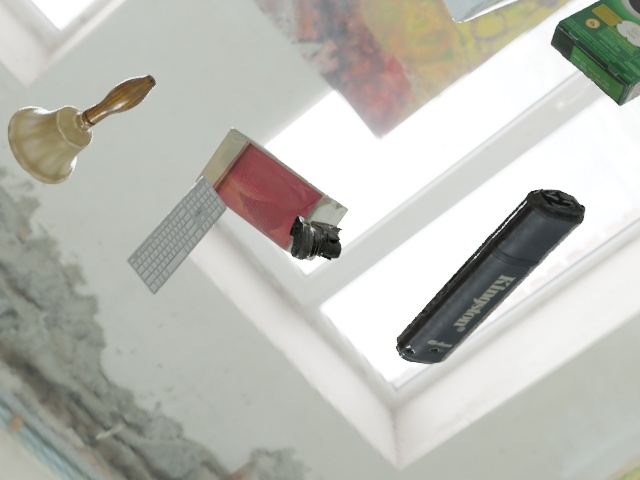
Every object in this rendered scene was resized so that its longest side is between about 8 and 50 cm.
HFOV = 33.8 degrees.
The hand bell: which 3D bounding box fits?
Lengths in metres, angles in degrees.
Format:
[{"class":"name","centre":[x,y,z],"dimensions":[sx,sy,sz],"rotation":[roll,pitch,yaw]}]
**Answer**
[{"class":"hand bell","centre":[-0.328,-0.182,1.537],"dimensions":[0.126,0.242,0.126],"rotation":[34,-135,-42]}]

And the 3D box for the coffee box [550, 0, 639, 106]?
[{"class":"coffee box","centre":[0.353,-0.224,1.133],"dimensions":[0.113,0.184,0.040],"rotation":[49,156,25]}]

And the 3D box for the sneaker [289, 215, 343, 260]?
[{"class":"sneaker","centre":[-0.001,0.002,1.684],"dimensions":[0.089,0.051,0.170],"rotation":[24,-165,-12]}]

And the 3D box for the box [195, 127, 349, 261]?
[{"class":"box","centre":[-0.088,-0.082,1.946],"dimensions":[0.232,0.127,0.148],"rotation":[37,-176,22]}]

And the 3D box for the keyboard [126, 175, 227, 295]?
[{"class":"keyboard","centre":[-0.231,-0.012,1.728],"dimensions":[0.072,0.014,0.256],"rotation":[50,-139,-14]}]

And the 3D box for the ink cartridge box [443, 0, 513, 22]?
[{"class":"ink cartridge box","centre":[0.223,-0.503,1.329],"dimensions":[0.385,0.308,0.091],"rotation":[64,157,-2]}]

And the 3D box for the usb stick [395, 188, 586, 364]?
[{"class":"usb stick","centre":[0.175,0.044,1.129],"dimensions":[0.077,0.278,0.045],"rotation":[5,-131,-34]}]
